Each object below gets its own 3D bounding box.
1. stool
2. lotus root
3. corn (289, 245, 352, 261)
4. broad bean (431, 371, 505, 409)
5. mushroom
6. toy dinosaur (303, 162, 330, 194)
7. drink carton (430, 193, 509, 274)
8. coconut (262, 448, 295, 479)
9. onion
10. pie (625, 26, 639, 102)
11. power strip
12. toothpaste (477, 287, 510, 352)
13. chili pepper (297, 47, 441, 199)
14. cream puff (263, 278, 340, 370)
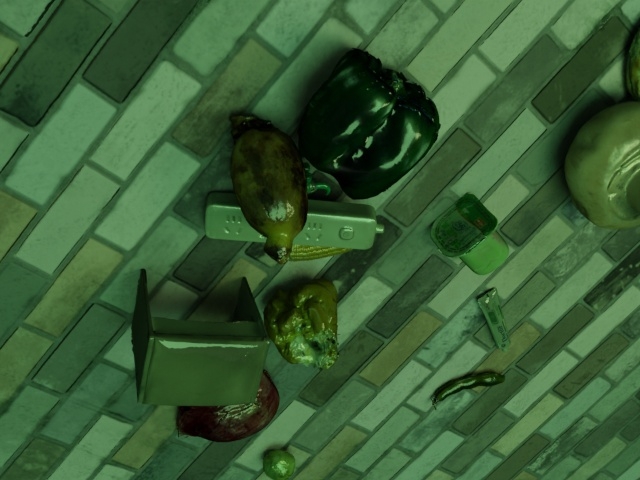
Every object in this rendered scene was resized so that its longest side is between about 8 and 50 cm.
[{"bbox_3d":[-0.264,0.204,1.540,0.244,0.269,0.170,5,117,-21],"label":"stool"},{"bbox_3d":[-0.095,-0.106,1.415,0.142,0.314,0.169,-15,168,8],"label":"lotus root"},{"bbox_3d":[0.000,0.000,1.623,0.165,0.063,0.085,-11,135,-9],"label":"corn"},{"bbox_3d":[0.414,0.409,2.027,0.227,0.039,0.069,-19,118,-5],"label":"broad bean"},{"bbox_3d":[0.728,-0.136,1.617,0.315,0.336,0.314,-12,132,-13],"label":"mushroom"},{"bbox_3d":[-0.044,-0.112,1.551,0.133,0.059,0.096,-2,130,-7],"label":"toy dinosaur"},{"bbox_3d":[0.363,0.002,1.704,0.144,0.146,0.142,-40,132,9],"label":"drink carton"},{"bbox_3d":[-0.109,0.611,1.953,0.096,0.088,0.088,33,106,-23],"label":"coconut"},{"bbox_3d":[-0.236,0.429,1.780,0.284,0.120,0.227,-35,120,5],"label":"onion"},{"bbox_3d":[0.823,-0.428,1.627,0.303,0.067,0.302,-9,124,-14],"label":"pie"},{"bbox_3d":[-0.052,-0.039,1.538,0.386,0.062,0.091,4,124,-6],"label":"power strip"},{"bbox_3d":[0.471,0.221,1.931,0.064,0.041,0.218,-32,123,-11],"label":"toothpaste"},{"bbox_3d":[0.086,-0.225,1.420,0.249,0.233,0.256,38,107,-15],"label":"chili pepper"},{"bbox_3d":[-0.042,0.184,1.670,0.195,0.194,0.220,-9,135,-13],"label":"cream puff"}]
